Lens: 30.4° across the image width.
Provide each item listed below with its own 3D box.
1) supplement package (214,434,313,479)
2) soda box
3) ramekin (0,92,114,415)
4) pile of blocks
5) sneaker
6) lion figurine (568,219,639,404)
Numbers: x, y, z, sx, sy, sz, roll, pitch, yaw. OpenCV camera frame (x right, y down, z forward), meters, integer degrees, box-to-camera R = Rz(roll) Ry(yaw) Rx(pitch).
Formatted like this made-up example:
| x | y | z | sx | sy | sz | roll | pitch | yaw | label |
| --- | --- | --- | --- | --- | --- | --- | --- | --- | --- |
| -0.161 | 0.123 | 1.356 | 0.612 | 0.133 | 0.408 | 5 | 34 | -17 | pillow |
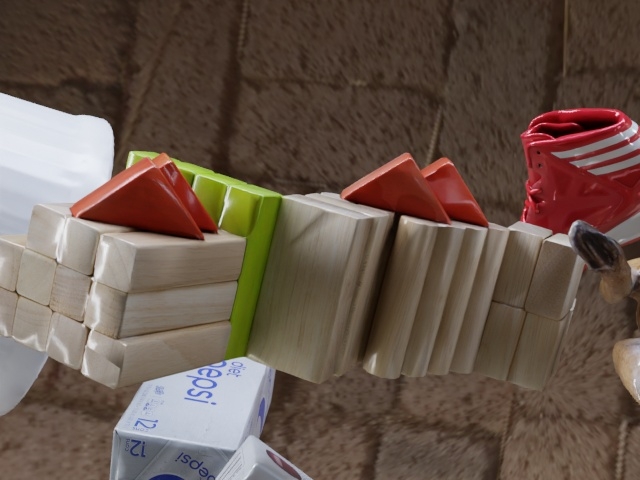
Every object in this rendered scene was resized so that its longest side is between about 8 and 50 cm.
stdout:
| x | y | z | sx | sy | sz | roll | pitch | yaw | label |
| --- | --- | --- | --- | --- | --- | --- | --- | --- | --- |
| 0.002 | 0.281 | 0.711 | 0.262 | 0.145 | 0.204 | 37 | 85 | -2 | supplement package |
| -0.101 | 0.151 | 1.020 | 0.098 | 0.286 | 0.091 | 9 | 106 | 2 | soda box |
| -0.296 | 0.001 | 1.020 | 0.135 | 0.277 | 0.277 | 21 | 87 | -22 | ramekin |
| 0.000 | 0.000 | 0.617 | 0.149 | 0.362 | 0.113 | 27 | 106 | 52 | pile of blocks |
| 0.179 | -0.033 | 0.966 | 0.221 | 0.087 | 0.128 | -37 | 109 | 27 | sneaker |
| 0.297 | 0.044 | 0.638 | 0.392 | 0.240 | 0.142 | 21 | 98 | -3 | lion figurine |
